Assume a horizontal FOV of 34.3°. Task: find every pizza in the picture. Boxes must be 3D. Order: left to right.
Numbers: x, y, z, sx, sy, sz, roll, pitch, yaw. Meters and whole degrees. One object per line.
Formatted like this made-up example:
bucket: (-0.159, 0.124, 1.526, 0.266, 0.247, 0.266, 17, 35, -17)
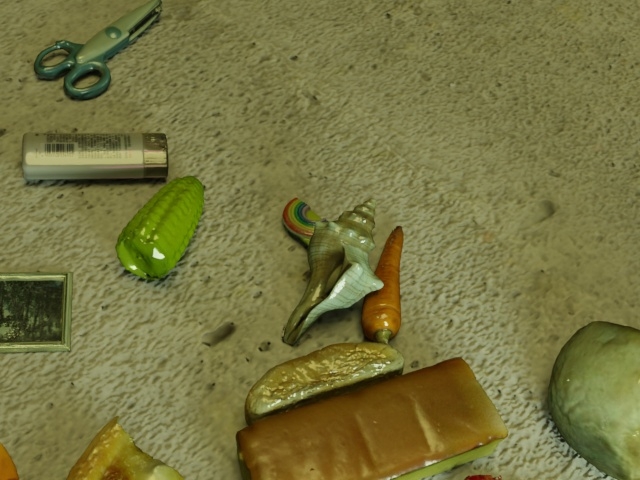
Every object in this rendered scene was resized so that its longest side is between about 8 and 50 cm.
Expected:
pizza: (-0.188, 0.352, 1.276, 0.287, 0.075, 0.280, 6, 50, -6)

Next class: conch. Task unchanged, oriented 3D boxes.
conch: (0.039, 0.045, 1.536, 0.114, 0.137, 0.234, 21, 64, -29)

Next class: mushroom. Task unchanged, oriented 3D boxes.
mushroom: (0.434, 0.236, 1.429, 0.267, 0.189, 0.164, 39, 68, 18)

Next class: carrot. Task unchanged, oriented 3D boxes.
carrot: (0.101, 0.060, 1.597, 0.061, 0.061, 0.257, 12, 46, -1)

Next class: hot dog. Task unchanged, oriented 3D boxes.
hot dog: (0.001, 0.194, 1.443, 0.242, 0.084, 0.073, -16, 56, -22)

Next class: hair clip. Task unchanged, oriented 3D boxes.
hair clip: (0.000, 0.000, 1.640, 0.060, 0.033, 0.188, -30, 61, -28)

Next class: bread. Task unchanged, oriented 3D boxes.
bread: (0.064, 0.272, 1.393, 0.361, 0.077, 0.138, -14, 55, -22)

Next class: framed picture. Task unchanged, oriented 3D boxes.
framed picture: (-0.449, 0.099, 1.479, 0.183, 0.011, 0.142, 0, 50, -11)

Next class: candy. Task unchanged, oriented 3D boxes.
candy: (-0.233, -0.030, 1.584, 0.097, 0.097, 0.209, 21, 43, 6)

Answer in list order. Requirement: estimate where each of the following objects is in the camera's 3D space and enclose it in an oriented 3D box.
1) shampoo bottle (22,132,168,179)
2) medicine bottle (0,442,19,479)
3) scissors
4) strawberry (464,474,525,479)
shampoo bottle: (-0.361, -0.137, 1.666, 0.227, 0.056, 0.086, -2, 49, -13)
medicine bottle: (-0.434, 0.286, 1.232, 0.222, 0.149, 0.112, 37, 55, 19)
scissors: (-0.379, -0.356, 1.858, 0.138, 0.041, 0.289, 32, 55, 14)
strawberry: (0.287, 0.384, 1.355, 0.167, 0.087, 0.208, -5, 22, -40)
